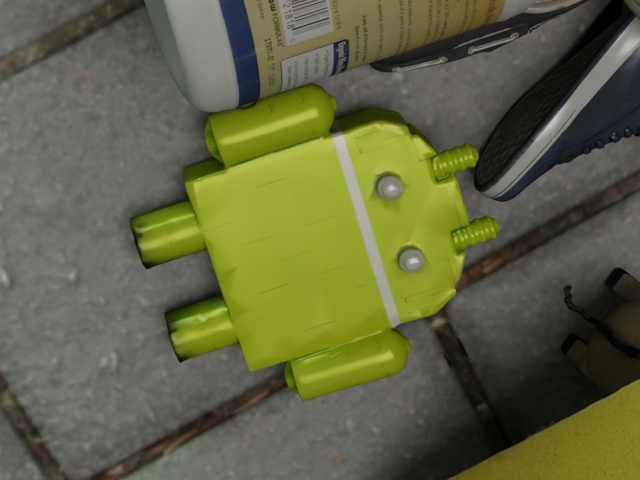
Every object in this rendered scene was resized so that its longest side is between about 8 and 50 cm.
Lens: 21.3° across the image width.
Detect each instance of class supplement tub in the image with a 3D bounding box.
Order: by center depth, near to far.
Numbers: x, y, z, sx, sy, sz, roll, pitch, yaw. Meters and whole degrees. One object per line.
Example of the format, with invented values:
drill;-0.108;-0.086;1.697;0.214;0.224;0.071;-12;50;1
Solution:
supplement tub;0.026;-0.238;1.169;0.316;0.228;0.228;-18;110;-7

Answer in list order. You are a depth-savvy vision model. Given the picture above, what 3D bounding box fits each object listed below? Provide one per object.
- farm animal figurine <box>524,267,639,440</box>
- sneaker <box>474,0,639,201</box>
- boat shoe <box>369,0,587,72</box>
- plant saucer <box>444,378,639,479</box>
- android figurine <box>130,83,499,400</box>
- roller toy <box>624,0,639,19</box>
farm animal figurine;0.350;0.119;1.384;0.326;0.172;0.330;15;102;-17
sneaker;0.244;-0.080;1.345;0.163;0.086;0.226;43;92;-18
boat shoe;0.124;-0.181;1.312;0.206;0.075;0.065;-18;153;-13
plant saucer;0.262;0.265;1.347;0.332;0.081;0.333;34;131;-28
android figurine;0.000;0.000;1.314;0.272;0.056;0.248;-16;110;1
roller toy;0.309;-0.236;1.253;0.209;0.146;0.191;19;61;-3
